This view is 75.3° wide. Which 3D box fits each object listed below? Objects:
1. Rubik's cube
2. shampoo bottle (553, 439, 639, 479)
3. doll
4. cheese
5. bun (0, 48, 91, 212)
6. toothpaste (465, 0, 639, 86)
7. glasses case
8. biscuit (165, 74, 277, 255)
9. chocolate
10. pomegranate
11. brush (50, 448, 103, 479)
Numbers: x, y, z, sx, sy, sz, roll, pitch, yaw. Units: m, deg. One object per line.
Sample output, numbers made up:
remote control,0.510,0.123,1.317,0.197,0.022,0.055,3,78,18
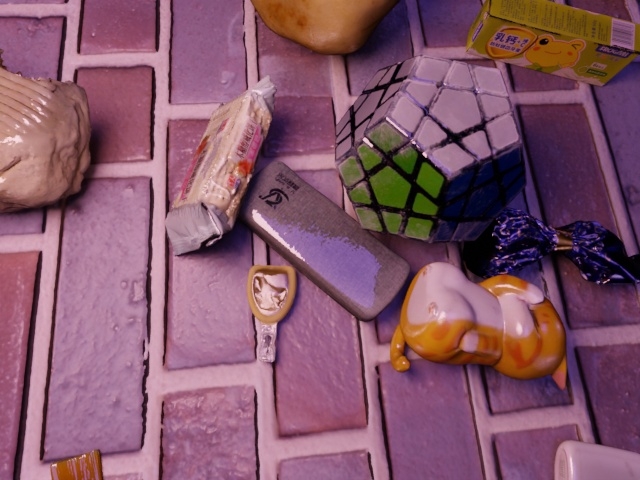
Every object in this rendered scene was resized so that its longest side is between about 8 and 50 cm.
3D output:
Rubik's cube,0.174,-0.140,0.684,0.319,0.319,0.264,-28,52,-12
shampoo bottle,0.494,0.395,0.667,0.220,0.051,0.108,11,71,-1
doll,0.260,0.135,0.669,0.269,0.162,0.167,8,47,3
cheese,-0.087,0.123,0.707,0.086,0.036,0.163,3,73,-2
bun,-0.521,-0.162,0.671,0.281,0.205,0.282,6,62,-12
toothpaste,0.485,-0.423,0.871,0.327,0.110,0.077,14,75,0
glasses case,0.000,0.000,0.729,0.323,0.074,0.131,39,74,7
biscuit,-0.167,-0.123,0.707,0.079,0.186,0.309,31,68,-34
chocolate,0.434,0.010,0.745,0.343,0.126,0.148,5,32,-7
pomegranate,0.009,-0.510,0.744,0.332,0.332,0.333,1,74,-4
brush,-0.333,0.486,0.590,0.085,0.020,0.337,-14,76,-9
